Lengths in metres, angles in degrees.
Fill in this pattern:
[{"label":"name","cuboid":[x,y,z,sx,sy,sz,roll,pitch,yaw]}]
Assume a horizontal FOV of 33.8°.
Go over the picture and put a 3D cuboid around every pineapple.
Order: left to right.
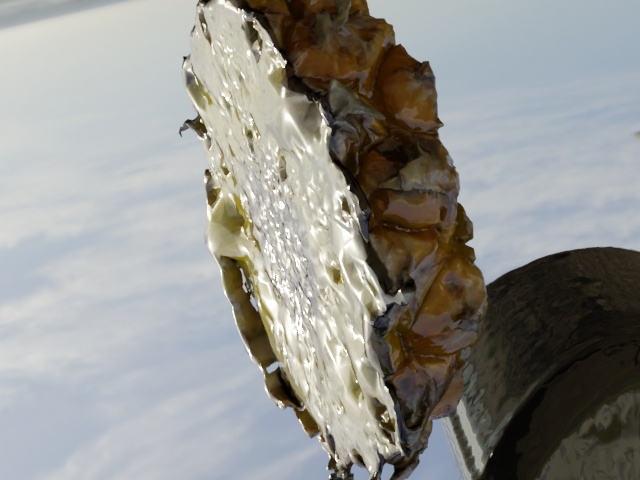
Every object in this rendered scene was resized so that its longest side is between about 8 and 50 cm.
[{"label":"pineapple","cuboid":[0.000,0.000,0.401,0.047,0.221,0.221,-16,-165,-20]}]

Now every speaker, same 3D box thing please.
[{"label":"speaker","cuboid":[0.266,0.092,0.532,0.388,0.184,0.180,20,-165,-8]}]
